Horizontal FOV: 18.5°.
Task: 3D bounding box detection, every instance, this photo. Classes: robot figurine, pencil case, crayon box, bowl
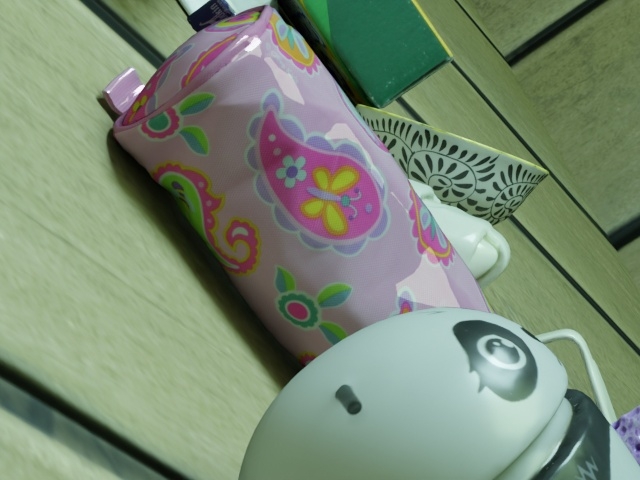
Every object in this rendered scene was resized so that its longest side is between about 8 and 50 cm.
[{"bbox_3d":[0.085,0.161,0.883,0.278,0.209,0.173,55,48,-8],"label":"robot figurine"},{"bbox_3d":[0.000,0.000,1.125,0.284,0.124,0.124,52,13,-16],"label":"pencil case"},{"bbox_3d":[-0.022,-0.265,1.701,0.323,0.083,0.203,55,-2,-6],"label":"crayon box"},{"bbox_3d":[0.097,-0.049,1.637,0.170,0.080,0.170,20,1,0],"label":"bowl"}]

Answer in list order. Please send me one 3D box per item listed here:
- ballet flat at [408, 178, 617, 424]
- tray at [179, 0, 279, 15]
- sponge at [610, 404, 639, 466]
[{"bbox_3d":[0.097,0.068,1.281,0.400,0.139,0.139,56,12,1],"label":"ballet flat"},{"bbox_3d":[-0.084,-0.218,1.564,0.145,0.030,0.270,56,12,-6],"label":"tray"},{"bbox_3d":[0.186,0.168,1.175,0.031,0.210,0.117,40,21,-58],"label":"sponge"}]
